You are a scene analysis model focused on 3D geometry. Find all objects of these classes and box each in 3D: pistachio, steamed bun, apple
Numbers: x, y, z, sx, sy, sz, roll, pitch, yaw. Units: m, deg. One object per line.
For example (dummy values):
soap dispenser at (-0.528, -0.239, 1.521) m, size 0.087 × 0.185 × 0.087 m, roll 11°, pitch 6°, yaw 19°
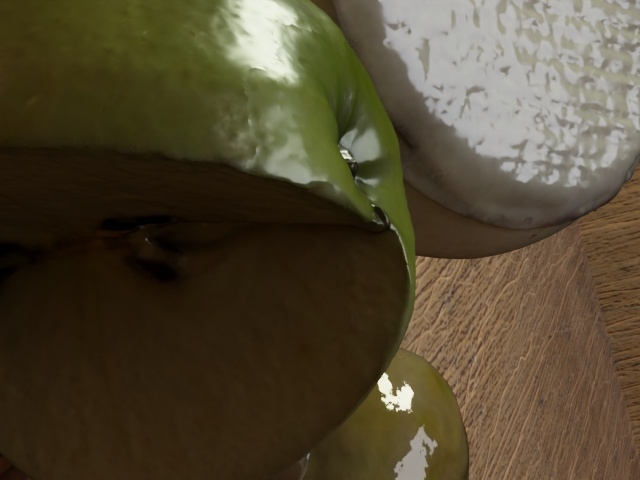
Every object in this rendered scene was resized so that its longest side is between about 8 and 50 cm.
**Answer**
pistachio at (0.044, 0.207, 1.253) m, size 0.213 × 0.163 × 0.260 m, roll 26°, pitch 45°, yaw -25°
steamed bun at (0.065, -0.169, 1.064) m, size 0.374 × 0.241 × 0.374 m, roll 4°, pitch 84°, yaw -38°
apple at (-0.087, -0.025, 0.828) m, size 0.233 × 0.258 × 0.295 m, roll -84°, pitch 155°, yaw -49°

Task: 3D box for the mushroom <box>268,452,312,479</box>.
mushroom at (-0.043, 0.097, 1.171) m, size 0.108 × 0.096 × 0.247 m, roll 33°, pitch 37°, yaw -32°
